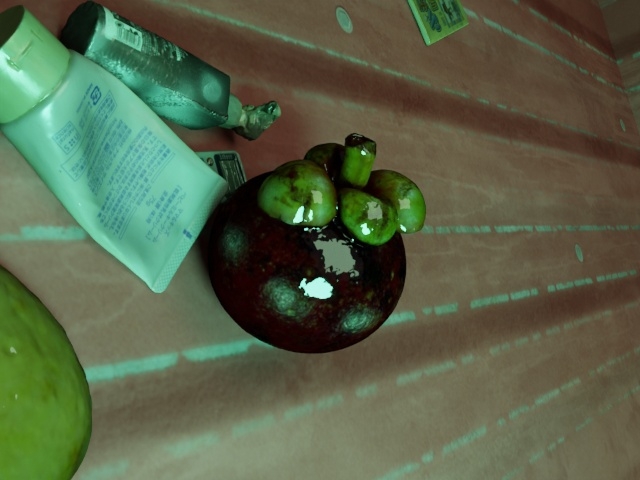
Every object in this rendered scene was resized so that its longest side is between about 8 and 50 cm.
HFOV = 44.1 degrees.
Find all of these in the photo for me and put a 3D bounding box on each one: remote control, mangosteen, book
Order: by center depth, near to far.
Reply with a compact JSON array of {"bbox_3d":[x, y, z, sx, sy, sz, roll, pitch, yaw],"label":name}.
[{"bbox_3d":[0.000,0.000,0.671,0.199,0.199,0.200,29,52,-44],"label":"mangosteen"},{"bbox_3d":[-0.109,-0.054,0.698,0.124,0.017,0.053,-11,83,-55],"label":"remote control"},{"bbox_3d":[0.173,-0.408,1.268,0.192,0.013,0.168,-41,108,-53],"label":"book"}]

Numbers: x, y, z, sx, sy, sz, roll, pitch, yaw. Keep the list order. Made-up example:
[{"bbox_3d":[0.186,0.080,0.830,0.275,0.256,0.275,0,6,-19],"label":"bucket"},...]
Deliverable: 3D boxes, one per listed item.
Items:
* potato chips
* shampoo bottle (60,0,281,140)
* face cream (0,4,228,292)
[{"bbox_3d":[-0.208,0.081,0.472,0.202,0.049,0.150,60,40,-25],"label":"potato chips"},{"bbox_3d":[-0.122,-0.136,0.682,0.207,0.063,0.057,20,69,-49],"label":"shampoo bottle"},{"bbox_3d":[-0.165,-0.066,0.593,0.224,0.070,0.114,48,62,-39],"label":"face cream"}]
